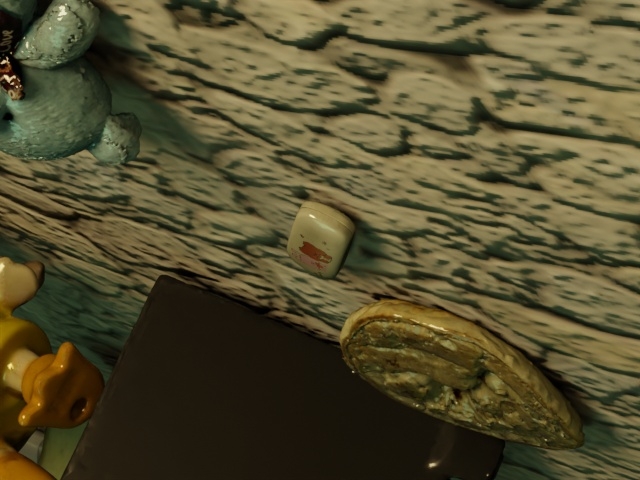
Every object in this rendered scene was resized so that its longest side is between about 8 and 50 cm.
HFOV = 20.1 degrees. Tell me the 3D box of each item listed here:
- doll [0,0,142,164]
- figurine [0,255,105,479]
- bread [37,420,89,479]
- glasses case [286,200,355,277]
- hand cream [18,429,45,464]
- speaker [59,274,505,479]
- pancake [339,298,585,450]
[{"bbox_3d":[-0.160,-0.093,0.872,0.120,0.075,0.180,18,159,21],"label":"doll"},{"bbox_3d":[-0.293,0.074,1.236,0.343,0.215,0.187,32,180,34],"label":"figurine"},{"bbox_3d":[-0.108,0.308,1.465,0.300,0.341,0.210,8,175,41],"label":"bread"},{"bbox_3d":[0.000,0.000,0.965,0.032,0.021,0.083,27,162,3],"label":"glasses case"},{"bbox_3d":[-0.318,0.235,2.016,0.255,0.048,0.079,15,152,43],"label":"hand cream"},{"bbox_3d":[-0.036,0.188,1.186,0.254,0.232,0.184,23,161,6],"label":"speaker"},{"bbox_3d":[0.083,0.081,1.050,0.158,0.028,0.158,23,160,9],"label":"pancake"}]
